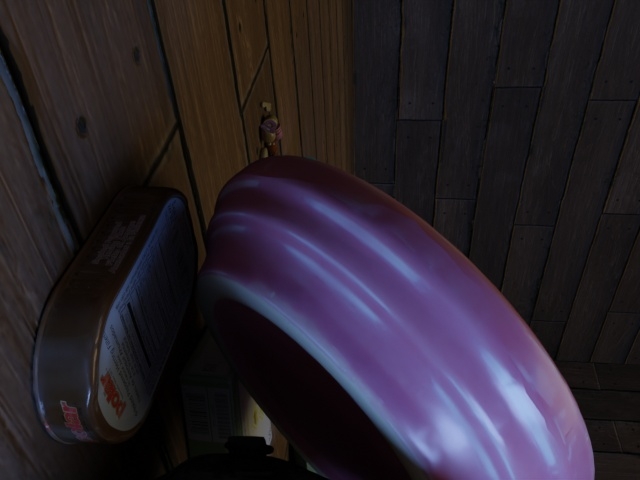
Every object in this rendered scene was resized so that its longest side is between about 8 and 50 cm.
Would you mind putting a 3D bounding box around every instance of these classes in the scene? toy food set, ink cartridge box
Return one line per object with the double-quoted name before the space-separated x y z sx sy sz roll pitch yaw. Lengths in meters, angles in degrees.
"toy food set" -0.068 -0.130 0.858 0.078 0.019 0.122 -57 148 -77
"ink cartridge box" -0.084 0.147 0.665 0.235 0.056 0.171 -69 160 -64

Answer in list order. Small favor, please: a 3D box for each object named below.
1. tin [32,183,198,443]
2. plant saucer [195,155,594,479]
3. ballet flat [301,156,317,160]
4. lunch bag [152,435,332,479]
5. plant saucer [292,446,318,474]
"tin" -0.120 0.039 0.394 0.189 0.040 0.106 -80 165 -50
"plant saucer" 0.020 0.099 0.443 0.084 0.332 0.332 -39 147 -25
"ballet flat" -0.040 -0.045 1.006 0.067 0.073 0.206 129 -24 -52
"lunch bag" -0.045 0.296 0.363 0.256 0.213 0.305 156 -61 -78
"plant saucer" -0.003 0.368 1.307 0.317 0.044 0.317 1 90 -74
